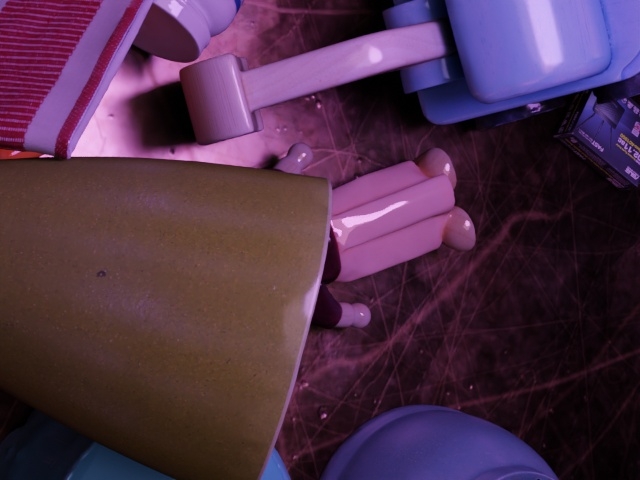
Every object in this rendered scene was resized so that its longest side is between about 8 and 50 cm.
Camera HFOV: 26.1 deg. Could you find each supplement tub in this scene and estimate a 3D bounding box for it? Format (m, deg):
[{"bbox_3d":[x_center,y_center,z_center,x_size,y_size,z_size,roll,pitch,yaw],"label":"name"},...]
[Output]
[{"bbox_3d":[-0.128,-0.293,1.374,0.144,0.144,0.200,34,71,-22],"label":"supplement tub"}]

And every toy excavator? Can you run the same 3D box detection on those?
[{"bbox_3d":[0.127,-0.213,1.427,0.445,0.433,0.222,-21,98,-63],"label":"toy excavator"}]

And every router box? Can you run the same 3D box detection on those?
[{"bbox_3d":[0.354,-0.133,1.688,0.122,0.038,0.092,35,71,-22],"label":"router box"}]

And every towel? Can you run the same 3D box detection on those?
[{"bbox_3d":[-0.325,-0.184,1.162,0.329,0.037,0.237,11,51,10],"label":"towel"}]

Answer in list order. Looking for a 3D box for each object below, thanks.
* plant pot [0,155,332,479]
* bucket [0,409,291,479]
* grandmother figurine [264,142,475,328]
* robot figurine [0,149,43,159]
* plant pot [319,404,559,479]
[{"bbox_3d":[-0.170,0.044,1.112,0.293,0.275,0.275,15,78,-8],"label":"plant pot"},{"bbox_3d":[-0.166,0.271,1.286,0.281,0.183,0.281,3,85,-29],"label":"bucket"},{"bbox_3d":[0.000,0.000,1.451,0.342,0.104,0.208,-24,89,-31],"label":"grandmother figurine"},{"bbox_3d":[-0.298,-0.164,1.281,0.219,0.128,0.158,-23,132,-29],"label":"robot figurine"},{"bbox_3d":[0.157,0.322,1.455,0.293,0.196,0.293,3,84,-29],"label":"plant pot"}]
